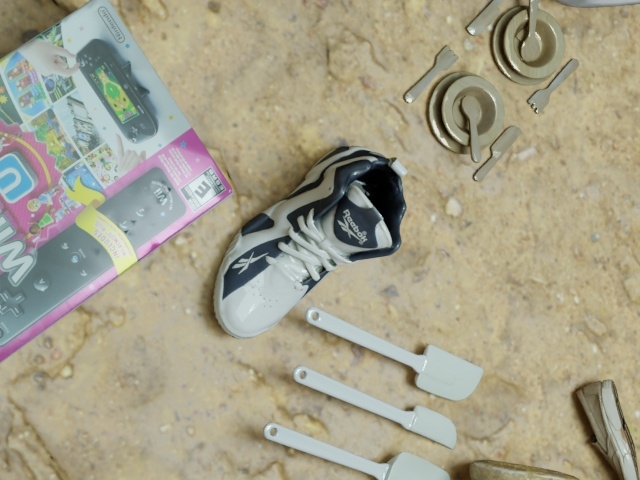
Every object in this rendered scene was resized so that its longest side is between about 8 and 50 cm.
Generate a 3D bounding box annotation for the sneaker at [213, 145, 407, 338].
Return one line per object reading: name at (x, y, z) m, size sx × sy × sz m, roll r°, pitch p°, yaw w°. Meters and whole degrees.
sneaker at (0.000, 0.000, 1.397) m, size 0.235 × 0.153 × 0.094 m, roll -43°, pitch 104°, yaw -18°

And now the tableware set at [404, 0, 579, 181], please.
tableware set at (0.193, -0.173, 1.543) m, size 0.128 × 0.039 × 0.194 m, roll 47°, pitch 73°, yaw -16°

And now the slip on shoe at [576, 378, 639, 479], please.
slip on shoe at (0.317, 0.218, 1.592) m, size 0.041 × 0.051 × 0.135 m, roll -15°, pitch 107°, yaw 17°

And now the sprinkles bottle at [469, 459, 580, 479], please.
sprinkles bottle at (0.184, 0.408, 1.488) m, size 0.121 × 0.121 × 0.355 m, roll 12°, pitch 85°, yaw -23°

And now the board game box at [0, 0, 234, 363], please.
board game box at (-0.265, -0.045, 1.317) m, size 0.303 × 0.097 × 0.224 m, roll -37°, pitch 103°, yaw -18°

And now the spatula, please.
spatula at (0.057, 0.172, 1.470) m, size 0.242 × 0.019 × 0.168 m, roll 25°, pitch 83°, yaw -34°

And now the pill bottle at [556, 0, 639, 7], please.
pill bottle at (0.321, -0.422, 1.520) m, size 0.188 × 0.188 × 0.333 m, roll -6°, pitch 92°, yaw -23°
